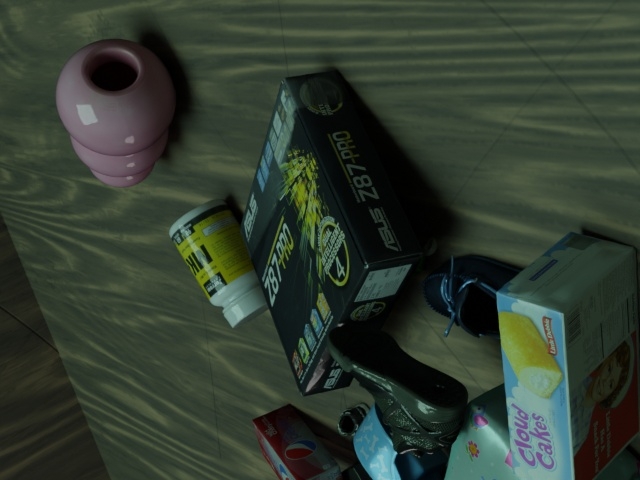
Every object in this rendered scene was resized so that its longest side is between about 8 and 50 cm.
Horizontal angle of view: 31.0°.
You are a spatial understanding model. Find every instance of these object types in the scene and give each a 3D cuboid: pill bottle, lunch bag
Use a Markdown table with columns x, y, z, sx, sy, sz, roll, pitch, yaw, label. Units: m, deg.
| x | y | z | sx | sy | sz | roll | pitch | yaw | label |
| --- | --- | --- | --- | --- | --- | --- | --- | --- | --- |
| -0.167 | 0.041 | 2.038 | 0.208 | 0.119 | 0.119 | 57 | 152 | 9 | pill bottle |
| 0.279 | 0.333 | 1.510 | 0.223 | 0.160 | 0.262 | 43 | 141 | 30 | lunch bag |

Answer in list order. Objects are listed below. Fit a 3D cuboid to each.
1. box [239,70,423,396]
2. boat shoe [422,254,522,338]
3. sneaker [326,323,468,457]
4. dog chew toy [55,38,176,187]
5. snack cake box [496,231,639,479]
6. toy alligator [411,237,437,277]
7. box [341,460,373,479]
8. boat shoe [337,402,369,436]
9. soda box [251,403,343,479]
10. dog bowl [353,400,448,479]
| x | y | z | sx | sy | sz | roll | pitch | yaw | label |
| --- | --- | --- | --- | --- | --- | --- | --- | --- | --- |
| 0.000 | 0.000 | 1.673 | 0.395 | 0.097 | 0.318 | 113 | 142 | -56 | box |
| 0.204 | 0.074 | 1.475 | 0.258 | 0.089 | 0.109 | -3 | 112 | 60 | boat shoe |
| 0.091 | 0.202 | 1.504 | 0.227 | 0.087 | 0.130 | 30 | 133 | 34 | sneaker |
| -0.363 | -0.210 | 2.072 | 0.206 | 0.207 | 0.332 | 52 | 158 | 18 | dog chew toy |
| 0.289 | 0.143 | 1.319 | 0.089 | 0.152 | 0.264 | 17 | 129 | 40 | snack cake box |
| 0.126 | 0.030 | 1.613 | 0.051 | 0.056 | 0.190 | 27 | 161 | -21 | toy alligator |
| 0.078 | 0.420 | 2.033 | 0.062 | 0.052 | 0.083 | 58 | 153 | 7 | box |
| 0.050 | 0.318 | 2.003 | 0.046 | 0.038 | 0.125 | 59 | 152 | 7 | boat shoe |
| -0.040 | 0.403 | 2.118 | 0.263 | 0.083 | 0.092 | 37 | 146 | 63 | soda box |
| 0.161 | 0.364 | 1.712 | 0.074 | 0.166 | 0.297 | -47 | 68 | 20 | dog bowl |
